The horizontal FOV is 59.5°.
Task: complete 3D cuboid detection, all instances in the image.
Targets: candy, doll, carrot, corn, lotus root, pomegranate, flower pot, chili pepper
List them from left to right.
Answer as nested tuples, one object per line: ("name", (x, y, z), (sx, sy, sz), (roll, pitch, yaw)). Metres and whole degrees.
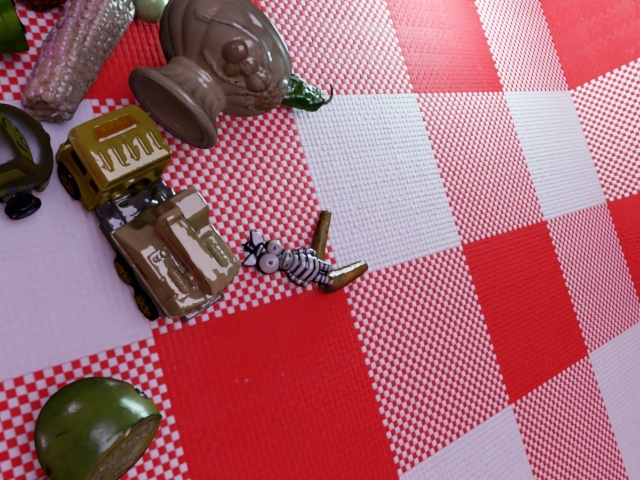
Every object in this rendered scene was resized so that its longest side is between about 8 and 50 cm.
("lotus root", (-0.622, -0.401, 0.968), (0.186, 0.186, 0.186), (11, 70, -34))
("corn", (-0.473, -0.380, 1.089), (0.127, 0.127, 0.335), (30, 62, -27))
("pomegranate", (-0.388, 0.331, 0.933), (0.159, 0.240, 0.190), (33, 27, 15))
("candy", (-0.428, -0.628, 1.230), (0.093, 0.092, 0.335), (-18, 79, -52))
("flower pot", (-0.231, -0.341, 1.159), (0.307, 0.307, 0.244), (42, 72, -20))
("chili pepper", (-0.086, -0.389, 1.407), (0.257, 0.074, 0.100), (23, 64, -29))
("doll", (-0.077, 0.048, 1.279), (0.219, 0.067, 0.091), (19, 82, -17))
("carrot", (0.000, 0.000, 1.377), (0.042, 0.042, 0.170), (26, 63, -29))
("carrot", (0.057, 0.088, 1.391), (0.161, 0.055, 0.055), (-20, 89, -46))

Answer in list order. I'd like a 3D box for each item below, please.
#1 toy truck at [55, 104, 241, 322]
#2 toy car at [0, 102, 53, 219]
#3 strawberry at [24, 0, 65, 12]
("toy truck", (-0.310, -0.045, 1.034), (0.181, 0.254, 0.405), (-34, 95, -34))
("toy car", (-0.554, -0.128, 0.901), (0.248, 0.198, 0.204), (-37, 99, -39))
("strawberry", (-0.554, -0.528, 1.092), (0.145, 0.086, 0.145), (10, 73, -35))
